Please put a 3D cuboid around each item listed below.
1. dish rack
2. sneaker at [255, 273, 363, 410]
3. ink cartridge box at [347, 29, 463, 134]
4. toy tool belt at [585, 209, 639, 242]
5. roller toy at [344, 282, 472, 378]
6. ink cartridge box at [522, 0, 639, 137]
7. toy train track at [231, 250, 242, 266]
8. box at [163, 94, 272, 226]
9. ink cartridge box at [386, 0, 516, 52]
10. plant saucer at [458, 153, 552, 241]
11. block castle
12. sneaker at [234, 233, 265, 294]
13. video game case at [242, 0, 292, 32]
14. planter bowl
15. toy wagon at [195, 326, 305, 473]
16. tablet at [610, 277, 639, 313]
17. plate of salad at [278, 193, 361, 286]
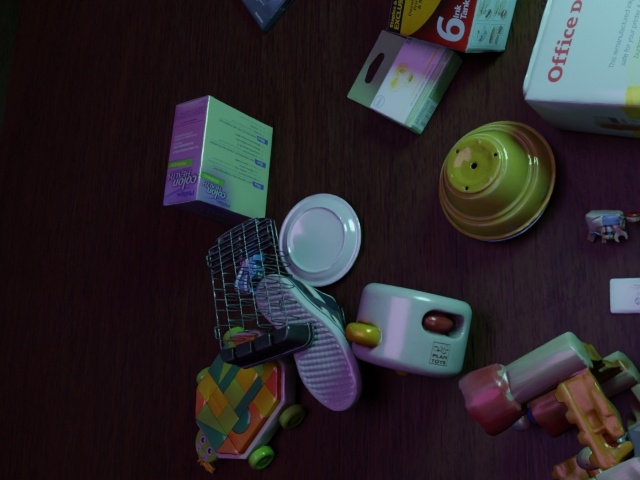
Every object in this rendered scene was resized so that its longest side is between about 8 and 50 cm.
[{"bbox_3d":[-0.130,0.099,1.281,0.208,0.074,0.272,-24,67,33],"label":"dish rack"},{"bbox_3d":[0.004,0.189,1.281,0.126,0.127,0.321,-50,55,20],"label":"sneaker"},{"bbox_3d":[0.156,-0.341,1.355,0.235,0.056,0.171,36,102,37],"label":"ink cartridge box"},{"bbox_3d":[0.459,-0.020,1.027,0.083,0.052,0.051,4,111,43],"label":"toy tool belt"},{"bbox_3d":[0.154,0.160,1.120,0.191,0.209,0.146,10,85,20],"label":"roller toy"},{"bbox_3d":[0.537,-0.298,0.962,0.384,0.160,0.279,16,87,41],"label":"ink cartridge box"},{"bbox_3d":[-0.186,0.042,1.551,0.048,0.014,0.083,-25,68,23],"label":"toy train track"},{"bbox_3d":[-0.232,-0.175,1.517,0.117,0.213,0.243,-6,74,38],"label":"box"},{"bbox_3d":[0.235,-0.534,1.219,0.272,0.130,0.309,31,124,41],"label":"ink cartridge box"},{"bbox_3d":[0.321,-0.090,1.160,0.195,0.037,0.195,-11,72,37],"label":"plant saucer"},{"bbox_3d":[0.368,0.361,0.822,0.213,0.303,0.453,-38,56,26],"label":"block castle"},{"bbox_3d":[-0.150,0.058,1.493,0.059,0.053,0.144,17,97,41],"label":"sneaker"},{"bbox_3d":[-0.095,-0.694,1.677,0.274,0.026,0.196,-45,54,21],"label":"video game case"},{"bbox_3d":[0.279,-0.116,1.118,0.217,0.090,0.217,-12,71,37],"label":"planter bowl"},{"bbox_3d":[-0.183,0.367,1.420,0.267,0.068,0.344,45,106,38],"label":"toy wagon"},{"bbox_3d":[0.486,0.084,0.997,0.083,0.006,0.054,-6,75,38],"label":"tablet"},{"bbox_3d":[0.000,0.000,1.389,0.199,0.048,0.200,-5,79,28],"label":"plate of salad"}]
